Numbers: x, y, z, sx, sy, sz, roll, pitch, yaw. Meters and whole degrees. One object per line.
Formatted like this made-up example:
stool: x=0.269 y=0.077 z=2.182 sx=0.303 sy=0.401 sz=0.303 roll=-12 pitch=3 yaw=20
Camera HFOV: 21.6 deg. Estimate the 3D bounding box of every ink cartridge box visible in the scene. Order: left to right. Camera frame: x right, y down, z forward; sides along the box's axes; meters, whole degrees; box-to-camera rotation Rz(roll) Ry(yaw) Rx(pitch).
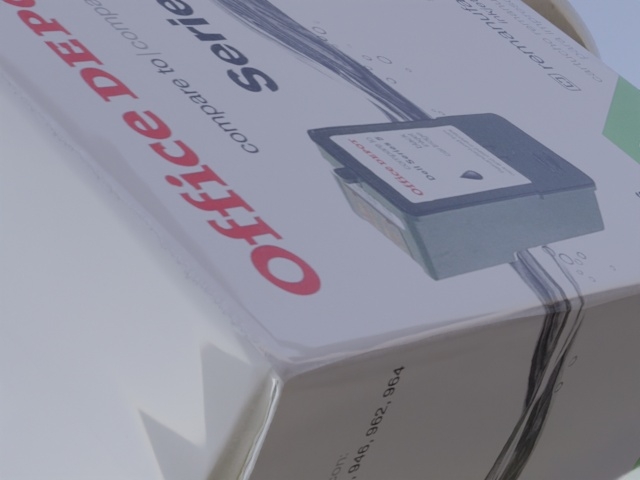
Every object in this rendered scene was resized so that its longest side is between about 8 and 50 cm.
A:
ink cartridge box: x=0.000 y=0.000 z=0.526 sx=0.273 sy=0.198 sz=0.115 roll=-10 pitch=-46 yaw=-48

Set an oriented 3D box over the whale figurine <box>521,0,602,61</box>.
whale figurine: x=0.032 y=-0.078 z=1.004 sx=0.216 sy=0.272 sz=0.141 roll=49 pitch=-128 yaw=-38
